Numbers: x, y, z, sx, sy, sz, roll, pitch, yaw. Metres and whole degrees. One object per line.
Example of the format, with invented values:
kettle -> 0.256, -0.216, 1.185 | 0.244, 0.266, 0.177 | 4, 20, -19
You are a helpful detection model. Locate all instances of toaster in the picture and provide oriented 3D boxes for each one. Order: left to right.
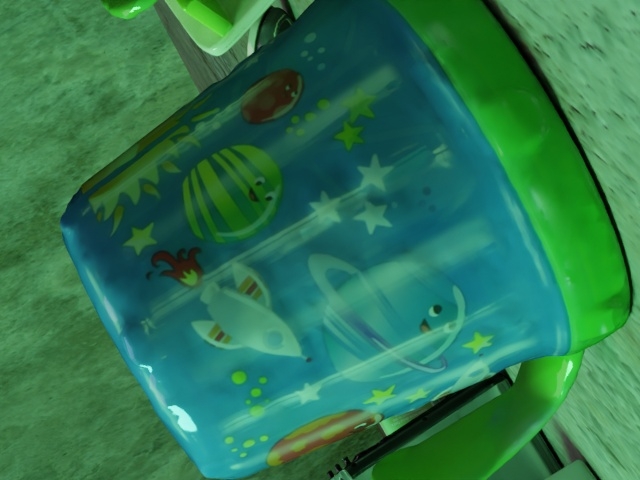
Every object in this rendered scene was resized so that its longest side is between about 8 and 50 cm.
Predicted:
toaster -> 0.106, 0.195, 1.244 | 0.110, 0.185, 0.168 | 57, 167, 8

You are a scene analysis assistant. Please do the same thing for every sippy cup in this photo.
sippy cup -> 0.000, 0.000, 0.741 | 0.305, 0.224, 0.240 | 60, 175, 7

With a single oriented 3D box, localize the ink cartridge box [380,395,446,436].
ink cartridge box -> 0.103, 0.157, 1.401 | 0.209, 0.062, 0.109 | 61, -156, -2

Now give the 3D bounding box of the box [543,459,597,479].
box -> 0.188, 0.239, 1.067 | 0.102, 0.087, 0.101 | 55, 173, 43

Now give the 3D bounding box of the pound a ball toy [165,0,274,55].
pound a ball toy -> -0.106, -0.267, 1.018 | 0.208, 0.136, 0.319 | 27, -158, -47

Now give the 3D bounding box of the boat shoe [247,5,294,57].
boat shoe -> -0.009, -0.120, 1.260 | 0.065, 0.075, 0.206 | 9, 141, 24
